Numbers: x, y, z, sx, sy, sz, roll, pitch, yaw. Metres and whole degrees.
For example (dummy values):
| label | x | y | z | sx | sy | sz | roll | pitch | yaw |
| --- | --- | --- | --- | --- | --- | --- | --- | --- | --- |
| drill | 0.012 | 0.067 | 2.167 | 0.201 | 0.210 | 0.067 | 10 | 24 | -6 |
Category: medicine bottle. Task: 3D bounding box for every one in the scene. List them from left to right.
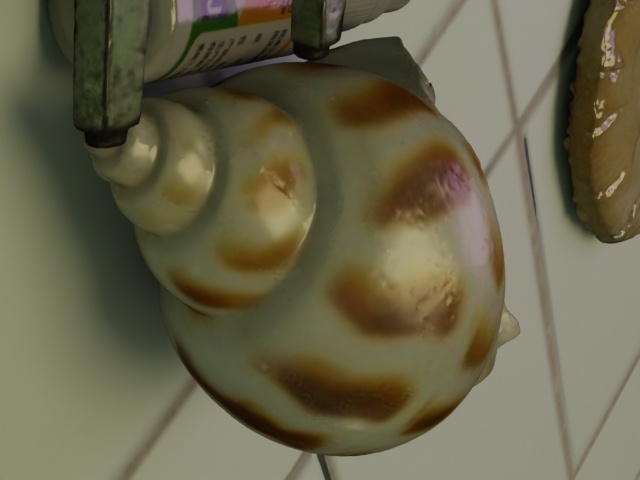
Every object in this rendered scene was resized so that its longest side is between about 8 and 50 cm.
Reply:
| label | x | y | z | sx | sy | sz | roll | pitch | yaw |
| --- | --- | --- | --- | --- | --- | --- | --- | --- | --- |
| medicine bottle | -0.014 | -0.114 | 0.776 | 0.061 | 0.092 | 0.220 | 60 | 32 | 7 |

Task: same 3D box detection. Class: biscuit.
| label | x | y | z | sx | sy | sz | roll | pitch | yaw |
| --- | --- | --- | --- | --- | --- | --- | --- | --- | --- |
| biscuit | 0.201 | -0.102 | 1.230 | 0.141 | 0.038 | 0.290 | -45 | 141 | -42 |

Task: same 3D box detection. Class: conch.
| label | x | y | z | sx | sy | sz | roll | pitch | yaw |
| --- | --- | --- | --- | --- | --- | --- | --- | --- | --- |
| conch | -0.001 | 0.000 | 0.790 | 0.275 | 0.148 | 0.183 | 62 | 7 | -61 |

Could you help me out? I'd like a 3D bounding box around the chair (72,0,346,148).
| label | x | y | z | sx | sy | sz | roll | pitch | yaw |
| --- | --- | --- | --- | --- | --- | --- | --- | --- | --- |
| chair | -0.072 | -0.184 | 0.566 | 0.136 | 0.147 | 0.270 | -28 | 130 | -53 |
